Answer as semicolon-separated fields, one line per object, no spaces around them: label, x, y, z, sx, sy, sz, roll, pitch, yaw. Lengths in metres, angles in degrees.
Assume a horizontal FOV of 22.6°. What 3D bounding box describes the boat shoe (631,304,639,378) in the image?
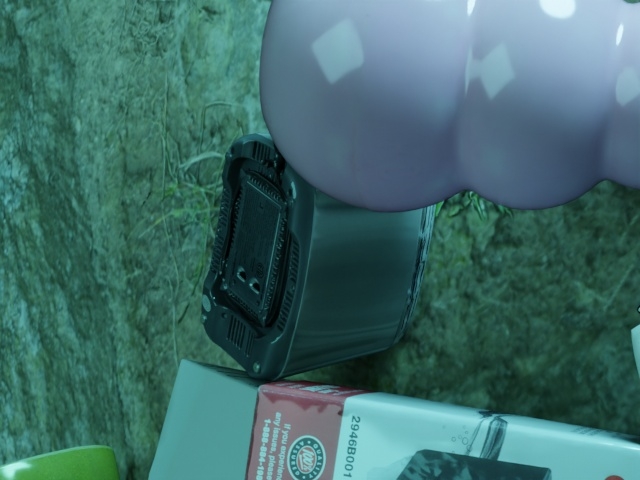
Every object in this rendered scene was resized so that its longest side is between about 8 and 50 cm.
boat shoe;0.302;0.157;0.948;0.158;0.127;0.340;-31;59;33

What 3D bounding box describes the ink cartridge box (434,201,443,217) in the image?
ink cartridge box;0.061;-0.173;1.335;0.189;0.097;0.255;32;104;48

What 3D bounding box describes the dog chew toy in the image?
dog chew toy;0.130;-0.113;1.123;0.332;0.206;0.206;7;84;14

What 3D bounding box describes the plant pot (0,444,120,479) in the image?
plant pot;-0.275;0.376;1.476;0.275;0.275;0.293;-32;73;40

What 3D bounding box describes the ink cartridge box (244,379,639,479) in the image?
ink cartridge box;0.087;0.211;1.076;0.273;0.114;0.197;8;88;15

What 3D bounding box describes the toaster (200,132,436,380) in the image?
toaster;0.000;0.000;1.296;0.129;0.146;0.227;35;122;48

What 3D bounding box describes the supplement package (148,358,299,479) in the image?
supplement package;-0.023;0.218;1.285;0.203;0.149;0.194;16;91;50
